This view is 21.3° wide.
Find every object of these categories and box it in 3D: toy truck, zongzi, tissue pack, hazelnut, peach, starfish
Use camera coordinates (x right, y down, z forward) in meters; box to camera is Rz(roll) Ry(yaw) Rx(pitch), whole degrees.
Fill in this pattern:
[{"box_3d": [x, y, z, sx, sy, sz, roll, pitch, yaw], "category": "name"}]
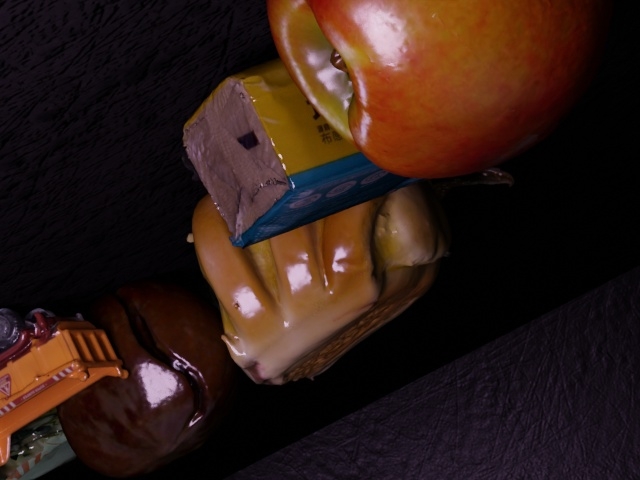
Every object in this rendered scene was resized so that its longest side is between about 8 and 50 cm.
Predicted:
[{"box_3d": [-0.353, 0.167, 1.839, 0.270, 0.135, 0.114, -31, 166, 17], "category": "toy truck"}, {"box_3d": [-0.141, 0.077, 2.088, 0.119, 0.055, 0.109, -13, 167, -6], "category": "zongzi"}, {"box_3d": [0.034, -0.110, 1.524, 0.271, 0.134, 0.192, -21, 171, -25], "category": "tissue pack"}, {"box_3d": [-0.188, 0.164, 1.946, 0.218, 0.218, 0.234, -7, 141, -55], "category": "hazelnut"}, {"box_3d": [0.113, -0.183, 1.333, 0.275, 0.245, 0.248, -34, -163, -13], "category": "peach"}, {"box_3d": [0.157, -0.063, 2.006, 0.190, 0.074, 0.146, -51, -166, -20], "category": "starfish"}]

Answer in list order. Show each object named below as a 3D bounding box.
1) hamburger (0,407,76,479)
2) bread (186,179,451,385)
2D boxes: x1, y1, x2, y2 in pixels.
[{"box_3d": [-0.346, 0.219, 2.081, 0.214, 0.125, 0.235, -36, 168, 14], "category": "hamburger"}, {"box_3d": [0.000, 0.000, 1.763, 0.270, 0.211, 0.316, -38, 172, 13], "category": "bread"}]
